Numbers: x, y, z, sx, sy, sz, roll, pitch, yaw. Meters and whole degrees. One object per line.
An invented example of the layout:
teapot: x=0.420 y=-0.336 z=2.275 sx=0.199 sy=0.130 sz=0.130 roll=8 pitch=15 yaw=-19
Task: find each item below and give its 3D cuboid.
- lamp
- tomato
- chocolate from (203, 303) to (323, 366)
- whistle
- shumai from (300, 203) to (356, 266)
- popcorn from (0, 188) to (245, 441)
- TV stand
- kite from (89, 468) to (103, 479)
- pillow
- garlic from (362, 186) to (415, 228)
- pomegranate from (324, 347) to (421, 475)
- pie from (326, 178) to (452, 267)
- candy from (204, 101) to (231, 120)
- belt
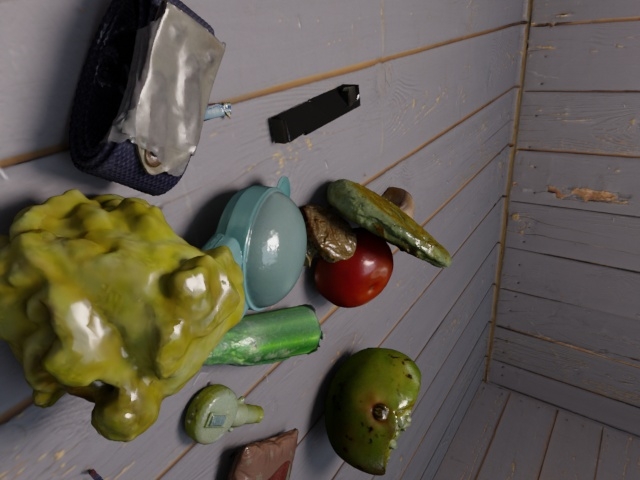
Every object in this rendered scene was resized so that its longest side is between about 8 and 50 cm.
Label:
lamp: x=-0.112 y=0.026 z=0.727 sx=0.284 sy=0.147 sz=0.209 roll=-37 pitch=135 yaw=-43
tomato: x=0.079 y=0.067 z=1.009 sx=0.195 sy=0.136 sz=0.195 roll=-23 pitch=135 yaw=-25
chocolate: x=-0.120 y=0.182 z=0.824 sx=0.291 sy=0.110 sz=0.110 roll=5 pitch=98 yaw=-54
whistle: x=-0.170 y=0.330 z=0.835 sx=0.198 sy=0.057 sz=0.104 roll=37 pitch=71 yaw=-54
shumai: x=0.001 y=-0.012 z=0.924 sx=0.123 sy=0.105 sz=0.139 roll=-7 pitch=76 yaw=-41
popcorn: x=-0.237 y=0.071 z=0.504 sx=0.241 sy=0.250 sz=0.235 roll=-50 pitch=177 yaw=-34
TV stand: x=-0.003 y=-0.257 z=0.881 sx=0.256 sy=0.040 sz=0.048 roll=-40 pitch=132 yaw=-43
kite: x=-0.327 y=0.423 z=0.678 sx=0.127 sy=0.016 sz=0.229 roll=-46 pitch=140 yaw=-42
pillow: x=-0.133 y=0.525 z=0.939 sx=0.223 sy=0.084 sz=0.236 roll=21 pitch=87 yaw=-59
garlic: x=0.196 y=-0.069 z=1.194 sx=0.195 sy=0.102 sz=0.086 roll=-52 pitch=141 yaw=-32
pomegranate: x=0.122 y=0.435 z=1.197 sx=0.358 sy=0.216 sz=0.309 roll=95 pitch=17 yaw=-77
pie: x=0.156 y=-0.032 z=0.973 sx=0.070 sy=0.323 sz=0.323 roll=-56 pitch=149 yaw=13
candy: x=-0.167 y=-0.194 z=0.679 sx=0.083 sy=0.020 sz=0.030 roll=-33 pitch=127 yaw=-45
belt: x=-0.199 y=-0.173 z=0.530 sx=0.126 sy=0.140 sz=0.230 roll=20 pitch=83 yaw=-56
